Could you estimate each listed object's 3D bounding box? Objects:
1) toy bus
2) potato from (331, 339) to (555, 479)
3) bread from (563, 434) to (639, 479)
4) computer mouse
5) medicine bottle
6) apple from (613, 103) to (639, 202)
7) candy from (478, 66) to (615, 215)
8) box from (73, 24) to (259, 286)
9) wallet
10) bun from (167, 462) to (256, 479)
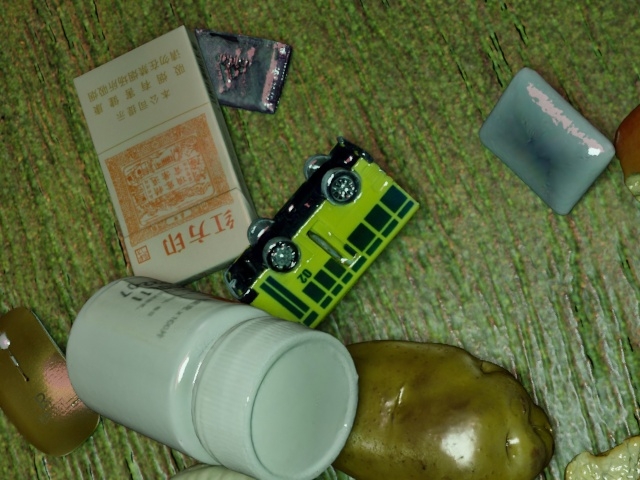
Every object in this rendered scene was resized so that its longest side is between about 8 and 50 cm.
[{"bbox_3d":[0.000,0.000,1.431,0.150,0.128,0.262,39,93,-22],"label":"toy bus"},{"bbox_3d":[0.119,0.233,1.359,0.369,0.176,0.195,12,110,21],"label":"potato"},{"bbox_3d":[0.409,0.400,1.225,0.149,0.195,0.344,-23,73,-11],"label":"bread"},{"bbox_3d":[-0.430,0.211,1.567,0.126,0.056,0.245,-42,71,4],"label":"computer mouse"},{"bbox_3d":[-0.148,0.174,1.345,0.371,0.211,0.211,11,82,43],"label":"medicine bottle"},{"bbox_3d":[0.461,-0.122,1.331,0.158,0.156,0.147,-10,69,33],"label":"apple"},{"bbox_3d":[0.303,-0.133,1.400,0.174,0.071,0.138,48,137,19],"label":"candy"},{"bbox_3d":[-0.229,-0.118,1.560,0.204,0.051,0.365,-23,78,14],"label":"box"},{"bbox_3d":[-0.131,-0.259,1.585,0.166,0.030,0.111,14,91,20],"label":"wallet"},{"bbox_3d":[-0.105,0.447,1.343,0.362,0.234,0.326,-19,70,20],"label":"bun"}]
